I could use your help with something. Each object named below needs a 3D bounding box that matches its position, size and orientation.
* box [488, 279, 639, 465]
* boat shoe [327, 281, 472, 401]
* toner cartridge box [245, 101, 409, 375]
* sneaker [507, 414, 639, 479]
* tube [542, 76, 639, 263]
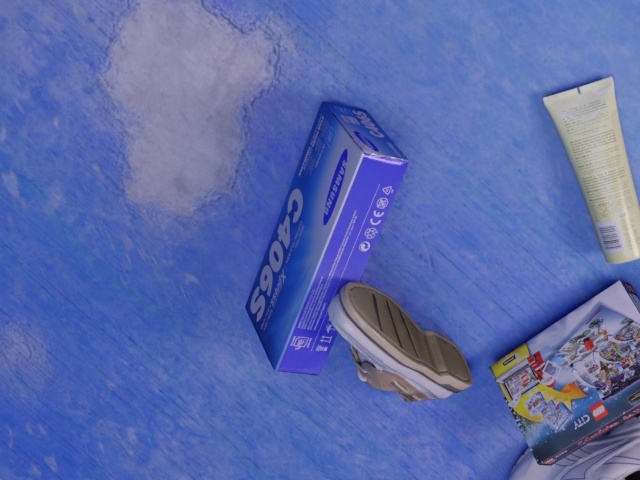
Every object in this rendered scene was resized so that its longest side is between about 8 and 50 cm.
[{"bbox_3d":[0.365,0.186,1.463,0.233,0.044,0.159,-38,60,24],"label":"box"},{"bbox_3d":[0.095,0.159,1.468,0.103,0.113,0.302,-32,136,22],"label":"boat shoe"},{"bbox_3d":[0.000,0.000,1.469,0.075,0.165,0.348,9,117,-27],"label":"toner cartridge box"},{"bbox_3d":[0.386,0.339,1.504,0.297,0.129,0.111,-29,108,33],"label":"sneaker"},{"bbox_3d":[0.376,-0.090,1.401,0.070,0.062,0.240,-24,100,-23],"label":"tube"}]
